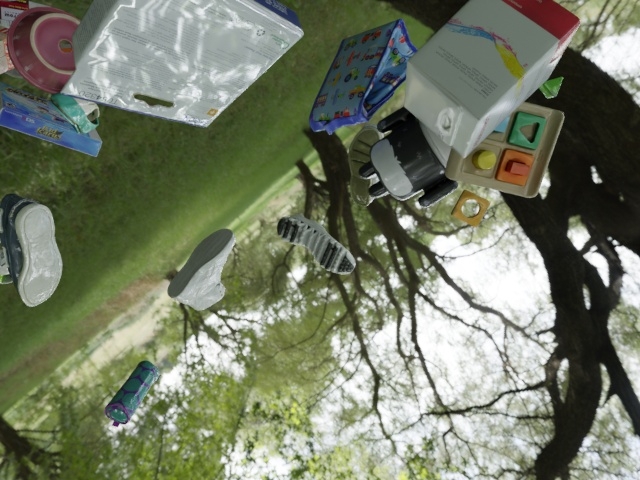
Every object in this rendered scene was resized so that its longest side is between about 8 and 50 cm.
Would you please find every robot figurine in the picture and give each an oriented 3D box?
[{"bbox_3d":[0.238,-0.211,1.106,0.278,0.209,0.173,-30,-146,27],"label":"robot figurine"}]

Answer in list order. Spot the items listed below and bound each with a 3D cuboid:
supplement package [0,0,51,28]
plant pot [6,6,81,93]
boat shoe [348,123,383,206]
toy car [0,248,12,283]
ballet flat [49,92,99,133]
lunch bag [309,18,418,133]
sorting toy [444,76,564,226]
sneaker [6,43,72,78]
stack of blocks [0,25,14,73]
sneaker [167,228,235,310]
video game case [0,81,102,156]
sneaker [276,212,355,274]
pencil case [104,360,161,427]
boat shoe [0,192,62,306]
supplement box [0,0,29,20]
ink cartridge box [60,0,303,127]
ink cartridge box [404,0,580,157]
[{"bbox_3d":[-1.108,-0.777,1.565,0.139,0.133,0.244,-19,175,39],"label":"supplement package"},{"bbox_3d":[-0.626,-0.458,1.041,0.201,0.201,0.180,-44,-146,-20],"label":"plant pot"},{"bbox_3d":[0.160,-0.255,1.415,0.103,0.113,0.302,-46,156,-34],"label":"boat shoe"},{"bbox_3d":[-0.882,0.064,1.293,0.159,0.136,0.182,-32,-152,50],"label":"toy car"},{"bbox_3d":[-0.625,-0.340,1.127,0.087,0.083,0.247,-39,-167,-14],"label":"ballet flat"},{"bbox_3d":[0.093,-0.399,1.132,0.221,0.138,0.293,12,-116,53],"label":"lunch bag"},{"bbox_3d":[0.370,-0.189,0.873,0.047,0.196,0.347,-80,-177,-77],"label":"sorting toy"},{"bbox_3d":[-0.875,-0.553,1.452,0.180,0.321,0.124,46,52,-74],"label":"sneaker"},{"bbox_3d":[-1.010,-0.552,1.186,0.171,0.297,0.087,-82,-169,-50],"label":"stack of blocks"},{"bbox_3d":[-0.370,0.105,1.497,0.292,0.169,0.108,-49,-129,-8],"label":"sneaker"},{"bbox_3d":[-0.854,-0.380,1.365,0.244,0.269,0.061,44,-72,41],"label":"video game case"},{"bbox_3d":[0.000,0.000,1.445,0.110,0.292,0.118,-60,168,30],"label":"sneaker"},{"bbox_3d":[-0.441,0.357,1.028,0.151,0.064,0.070,-71,-173,-64],"label":"pencil case"},{"bbox_3d":[-0.590,0.024,0.872,0.095,0.079,0.254,-48,161,-50],"label":"boat shoe"},{"bbox_3d":[-0.827,-0.696,1.106,0.130,0.073,0.239,-17,134,-47],"label":"supplement box"},{"bbox_3d":[-0.253,-0.353,0.802,0.330,0.071,0.324,-28,165,33],"label":"ink cartridge box"},{"bbox_3d":[0.219,-0.231,0.592,0.176,0.127,0.128,-44,165,-2],"label":"ink cartridge box"}]
